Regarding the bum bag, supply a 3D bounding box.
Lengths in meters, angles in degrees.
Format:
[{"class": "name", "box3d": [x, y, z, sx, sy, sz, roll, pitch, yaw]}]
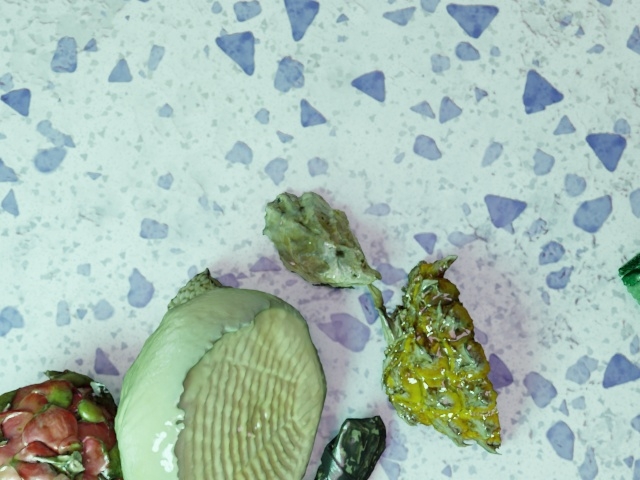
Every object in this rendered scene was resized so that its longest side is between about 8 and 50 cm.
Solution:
[{"class": "bum bag", "box3d": [0.021, 0.366, 1.250, 0.069, 0.102, 0.248, 22, 81, 33]}]

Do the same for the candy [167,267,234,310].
[{"class": "candy", "box3d": [-0.177, 0.103, 1.285, 0.110, 0.095, 0.085, -40, 123, -7]}]

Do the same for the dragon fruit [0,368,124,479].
[{"class": "dragon fruit", "box3d": [-0.381, 0.319, 1.158, 0.269, 0.291, 0.250, -27, 89, -1]}]

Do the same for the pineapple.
[{"class": "pineapple", "box3d": [0.160, 0.169, 1.240, 0.158, 0.161, 0.335, -12, 84, 1]}]

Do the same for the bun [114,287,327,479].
[{"class": "bun", "box3d": [-0.155, 0.239, 1.158, 0.202, 0.364, 0.364, 7, 82, 31]}]

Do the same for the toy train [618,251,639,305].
[{"class": "toy train", "box3d": [0.584, 0.090, 1.269, 0.154, 0.115, 0.269, -36, 85, -7]}]

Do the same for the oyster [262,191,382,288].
[{"class": "oyster", "box3d": [-0.009, 0.001, 1.294, 0.132, 0.072, 0.209, -26, 70, -5]}]
